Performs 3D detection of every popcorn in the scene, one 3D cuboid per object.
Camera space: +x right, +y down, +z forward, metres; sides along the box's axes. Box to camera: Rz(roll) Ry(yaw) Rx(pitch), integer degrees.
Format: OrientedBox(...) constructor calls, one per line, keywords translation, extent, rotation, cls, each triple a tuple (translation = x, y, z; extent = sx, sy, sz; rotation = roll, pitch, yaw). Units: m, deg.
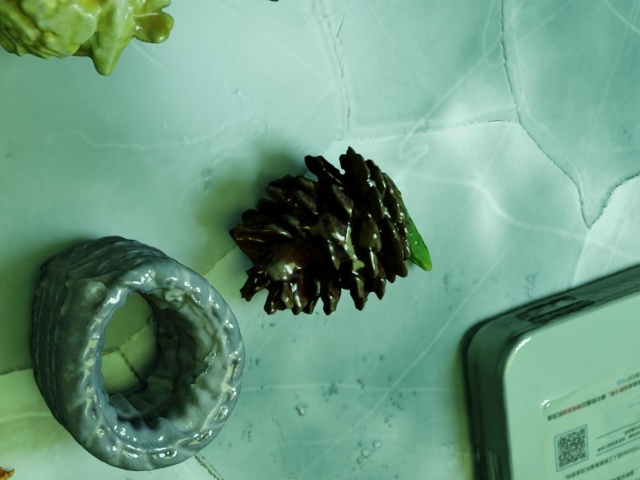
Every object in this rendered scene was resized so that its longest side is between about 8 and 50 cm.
OrientedBox(translation=(-0.239, -0.254, 1.253), extent=(0.187, 0.185, 0.167), rotation=(-5, 123, -37), cls="popcorn")

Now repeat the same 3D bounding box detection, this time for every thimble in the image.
OrientedBox(translation=(-0.207, 0.117, 1.371), extent=(0.205, 0.172, 0.236), rotation=(-34, 119, -21), cls="thimble")

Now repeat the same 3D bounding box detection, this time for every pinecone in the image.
OrientedBox(translation=(0.001, -0.005, 1.459), extent=(0.205, 0.179, 0.184), rotation=(-8, 85, -10), cls="pinecone")

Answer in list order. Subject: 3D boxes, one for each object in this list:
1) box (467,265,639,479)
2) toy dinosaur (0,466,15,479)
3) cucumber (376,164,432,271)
OrientedBox(translation=(0.396, 0.254, 1.781), extent=(0.396, 0.111, 0.396), rotation=(-16, 110, -25), cls="box")
OrientedBox(translation=(-0.457, 0.265, 1.326), extent=(0.288, 0.070, 0.117), rotation=(-22, 112, -28), cls="toy dinosaur")
OrientedBox(translation=(0.094, -0.027, 1.579), extent=(0.039, 0.039, 0.168), rotation=(-40, 120, -15), cls="cucumber")
